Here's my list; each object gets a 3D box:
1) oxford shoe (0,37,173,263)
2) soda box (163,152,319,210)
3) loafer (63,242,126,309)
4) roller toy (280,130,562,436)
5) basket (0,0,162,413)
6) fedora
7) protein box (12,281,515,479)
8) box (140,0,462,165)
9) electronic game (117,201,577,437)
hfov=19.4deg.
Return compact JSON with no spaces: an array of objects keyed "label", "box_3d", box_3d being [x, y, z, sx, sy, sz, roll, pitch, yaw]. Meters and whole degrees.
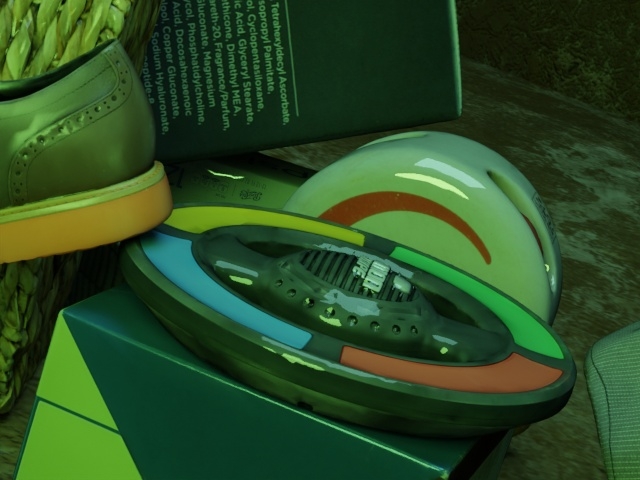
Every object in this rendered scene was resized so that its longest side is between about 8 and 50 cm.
[{"label":"oxford shoe","box_3d":[-0.210,-0.035,0.875,0.271,0.098,0.097,-11,17,-6]},{"label":"soda box","box_3d":[0.000,0.000,1.468,0.286,0.091,0.098,17,12,-4]},{"label":"loafer","box_3d":[-0.127,0.019,1.238,0.087,0.094,0.251,5,19,-29]},{"label":"roller toy","box_3d":[0.066,0.027,1.249,0.209,0.191,0.146,20,14,9]},{"label":"basket","box_3d":[-0.230,-0.075,1.056,0.223,0.299,0.213,20,16,-2]},{"label":"fedora","box_3d":[0.231,0.122,1.136,0.124,0.244,0.275,-9,13,12]},{"label":"protein box","box_3d":[-0.021,0.111,0.946,0.199,0.136,0.201,21,15,13]},{"label":"box","box_3d":[-0.135,-0.178,1.397,0.395,0.212,0.293,-10,12,-17]},{"label":"electronic game","box_3d":[0.014,0.032,0.905,0.229,0.048,0.229,17,15,-5]}]
